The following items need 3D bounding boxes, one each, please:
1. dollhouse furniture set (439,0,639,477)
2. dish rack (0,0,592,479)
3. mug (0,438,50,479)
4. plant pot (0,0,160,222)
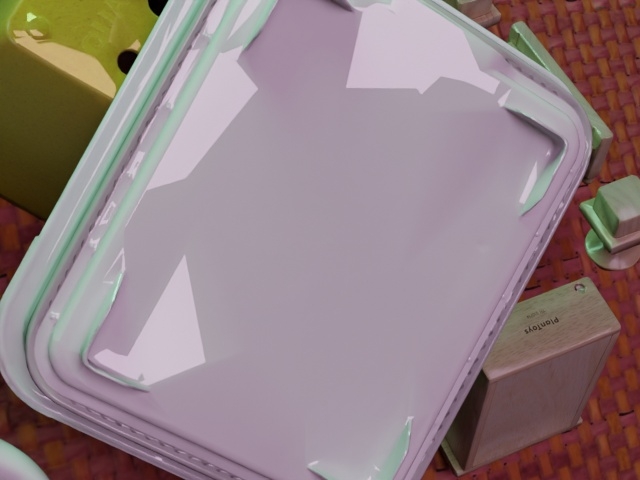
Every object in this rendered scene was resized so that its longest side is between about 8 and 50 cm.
[{"bbox_3d":[0.072,-0.006,0.890,0.303,0.174,0.356,-20,58,-13],"label":"dollhouse furniture set"},{"bbox_3d":[0.000,0.000,0.644,0.285,0.072,0.333,29,88,-16],"label":"dish rack"},{"bbox_3d":[-0.309,0.178,0.564,0.374,0.276,0.328,17,82,-27],"label":"mug"},{"bbox_3d":[-0.129,-0.125,0.744,0.212,0.187,0.212,30,69,-16],"label":"plant pot"}]
